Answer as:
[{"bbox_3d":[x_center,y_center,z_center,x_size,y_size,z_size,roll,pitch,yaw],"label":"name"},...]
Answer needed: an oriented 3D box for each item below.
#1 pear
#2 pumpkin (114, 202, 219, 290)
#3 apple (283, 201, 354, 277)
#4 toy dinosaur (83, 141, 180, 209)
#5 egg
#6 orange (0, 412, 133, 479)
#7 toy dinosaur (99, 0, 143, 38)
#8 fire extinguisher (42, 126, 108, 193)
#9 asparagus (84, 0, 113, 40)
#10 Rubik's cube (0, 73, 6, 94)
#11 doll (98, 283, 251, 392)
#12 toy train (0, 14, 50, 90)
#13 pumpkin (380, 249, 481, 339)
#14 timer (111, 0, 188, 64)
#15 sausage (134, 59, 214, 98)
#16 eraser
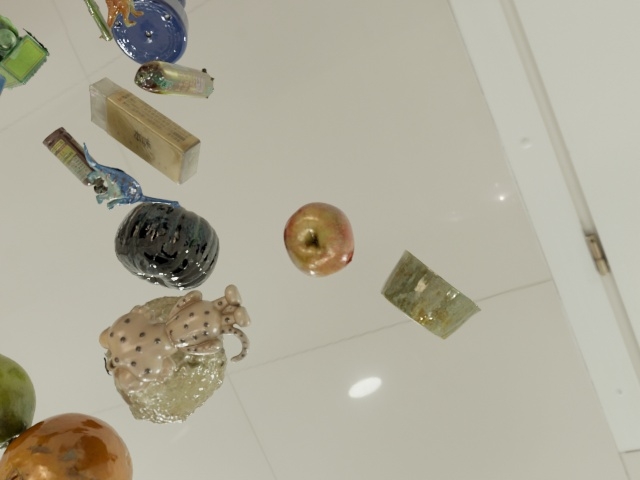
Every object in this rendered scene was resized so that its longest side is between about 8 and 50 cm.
[{"bbox_3d":[-0.836,0.401,1.298,0.212,0.269,0.212,-33,162,-12],"label":"pear"},{"bbox_3d":[-0.533,0.024,1.807,0.363,0.363,0.266,-15,-130,50],"label":"pumpkin"},{"bbox_3d":[0.000,0.000,1.427,0.209,0.209,0.164,-21,178,21],"label":"apple"},{"bbox_3d":[-0.537,-0.137,1.376,0.144,0.076,0.329,-25,143,21],"label":"toy dinosaur"},{"bbox_3d":[-0.344,0.269,1.179,0.279,0.310,0.279,9,-146,-6],"label":"egg"},{"bbox_3d":[-0.601,0.570,1.222,0.312,0.312,0.312,-23,-174,3],"label":"orange"},{"bbox_3d":[-0.550,-0.666,1.416,0.057,0.142,0.212,24,-118,39],"label":"toy dinosaur"},{"bbox_3d":[-0.672,-0.221,1.506,0.106,0.252,0.075,-51,-160,-28],"label":"fire extinguisher"},{"bbox_3d":[-0.429,-0.444,0.947,0.024,0.025,0.248,-37,174,-10],"label":"asparagus"},{"bbox_3d":[-1.074,-0.350,1.252,0.346,0.344,0.347,10,168,23],"label":"Rubik's cube"},{"bbox_3d":[-0.266,0.179,0.963,0.278,0.154,0.119,-16,171,-1],"label":"doll"},{"bbox_3d":[-0.933,-0.546,1.504,0.271,0.188,0.159,9,-118,42],"label":"toy train"},{"bbox_3d":[0.363,0.204,1.773,0.199,0.332,0.332,-54,-176,6],"label":"pumpkin"},{"bbox_3d":[-0.607,-0.863,1.954,0.270,0.270,0.383,-21,-138,22],"label":"timer"},{"bbox_3d":[-0.328,-0.367,1.175,0.082,0.082,0.371,-22,-169,10],"label":"sausage"},{"bbox_3d":[-0.499,-0.309,1.459,0.078,0.343,0.144,-50,171,-40],"label":"eraser"}]
